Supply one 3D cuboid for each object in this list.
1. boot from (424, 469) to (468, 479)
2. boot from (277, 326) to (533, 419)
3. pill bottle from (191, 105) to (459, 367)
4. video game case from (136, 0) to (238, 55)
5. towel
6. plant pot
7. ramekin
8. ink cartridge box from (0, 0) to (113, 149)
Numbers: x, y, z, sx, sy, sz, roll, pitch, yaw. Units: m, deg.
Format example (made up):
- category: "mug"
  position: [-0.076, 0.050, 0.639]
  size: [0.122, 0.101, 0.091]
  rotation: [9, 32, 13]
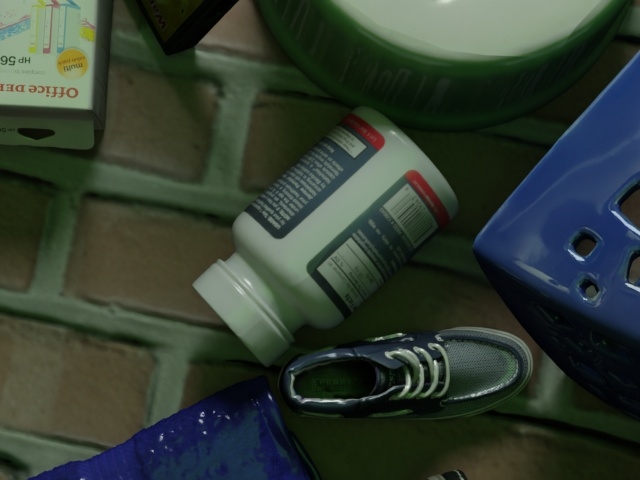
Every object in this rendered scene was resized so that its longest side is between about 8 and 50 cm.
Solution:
- category: "boot"
  position: [0.191, 0.239, 1.056]
  size: [0.179, 0.085, 0.236]
  rotation: [-28, 94, -7]
- category: "boot"
  position: [0.064, 0.100, 1.058]
  size: [0.190, 0.086, 0.069]
  rotation: [-8, 86, -3]
- category: "pill bottle"
  position: [0.000, 0.000, 1.053]
  size: [0.180, 0.108, 0.108]
  rotation: [-42, 88, -5]
- category: "video game case"
  position: [-0.111, -0.297, 1.008]
  size: [0.035, 0.248, 0.274]
  rotation: [-26, 87, -32]
- category: "towel"
  position: [-0.128, 0.258, 1.046]
  size: [0.308, 0.076, 0.227]
  rotation: [-24, 77, -4]
- category: "plant pot"
  position: [0.275, 0.020, 0.964]
  size: [0.236, 0.236, 0.212]
  rotation: [-48, 53, -4]
- category: "ramekin"
  position: [0.097, -0.238, 1.055]
  size: [0.303, 0.148, 0.303]
  rotation: [0, 85, -3]
- category: "ink cartridge box"
  position: [-0.201, -0.140, 1.063]
  size: [0.092, 0.090, 0.143]
  rotation: [2, 85, -2]
